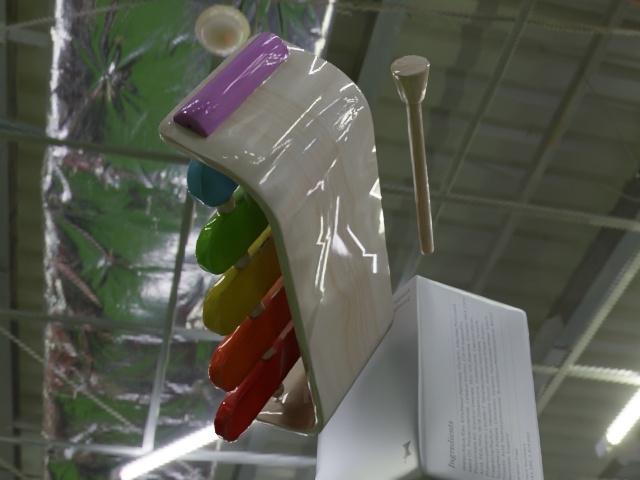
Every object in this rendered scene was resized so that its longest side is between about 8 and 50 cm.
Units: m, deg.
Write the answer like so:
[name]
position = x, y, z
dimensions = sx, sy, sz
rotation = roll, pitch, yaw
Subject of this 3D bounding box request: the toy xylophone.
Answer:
[toy xylophone]
position = 0.000, 0.000, 0.627
dimensions = 0.081, 0.236, 0.323
rotation = 18, -47, 27

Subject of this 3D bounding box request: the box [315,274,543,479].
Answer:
[box]
position = 0.088, 0.159, 0.753
dimensions = 0.119, 0.182, 0.181
rotation = 19, -37, -21
